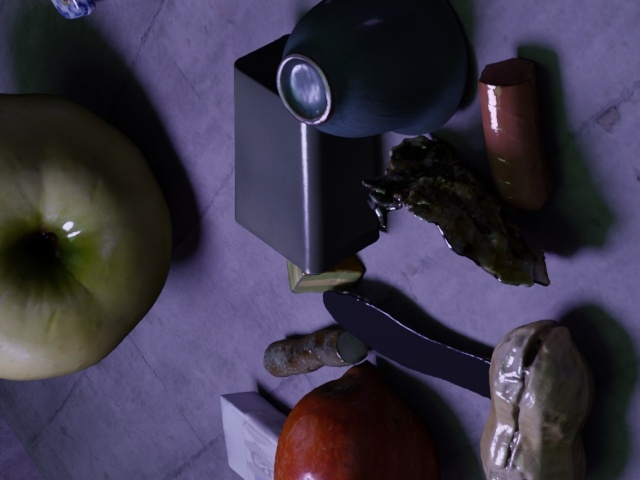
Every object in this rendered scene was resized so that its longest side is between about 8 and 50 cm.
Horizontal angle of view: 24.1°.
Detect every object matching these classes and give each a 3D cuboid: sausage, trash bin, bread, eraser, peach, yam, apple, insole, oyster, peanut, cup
[{"bbox_3d":[0.201,-0.099,1.529,0.065,0.065,0.169,25,138,46],"label":"sausage"},{"bbox_3d":[-0.018,-0.105,1.815,0.164,0.122,0.240,37,143,34],"label":"trash bin"},{"bbox_3d":[-0.001,-0.005,2.000,0.074,0.084,0.139,118,147,-59],"label":"bread"},{"bbox_3d":[0.002,0.397,2.328,0.397,0.082,0.213,35,144,36],"label":"eraser"},{"bbox_3d":[0.050,0.289,2.019,0.232,0.257,0.232,16,172,2],"label":"peach"},{"bbox_3d":[-0.009,0.157,2.127,0.061,0.061,0.253,61,153,-5],"label":"yam"},{"bbox_3d":[-0.458,-0.013,2.289,0.473,0.473,0.474,39,147,32],"label":"apple"},{"bbox_3d":[0.129,0.137,1.901,0.348,0.009,0.119,21,148,43],"label":"insole"},{"bbox_3d":[0.154,-0.028,1.597,0.223,0.214,0.083,32,107,2],"label":"oyster"},{"bbox_3d":[0.243,0.204,1.698,0.130,0.130,0.290,35,143,36],"label":"peanut"},{"bbox_3d":[0.032,-0.181,1.580,0.199,0.150,0.199,26,130,36],"label":"cup"}]

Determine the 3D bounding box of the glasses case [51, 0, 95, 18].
[{"bbox_3d":[-0.384,-0.433,2.125,0.087,0.065,0.248,12,127,51],"label":"glasses case"}]
